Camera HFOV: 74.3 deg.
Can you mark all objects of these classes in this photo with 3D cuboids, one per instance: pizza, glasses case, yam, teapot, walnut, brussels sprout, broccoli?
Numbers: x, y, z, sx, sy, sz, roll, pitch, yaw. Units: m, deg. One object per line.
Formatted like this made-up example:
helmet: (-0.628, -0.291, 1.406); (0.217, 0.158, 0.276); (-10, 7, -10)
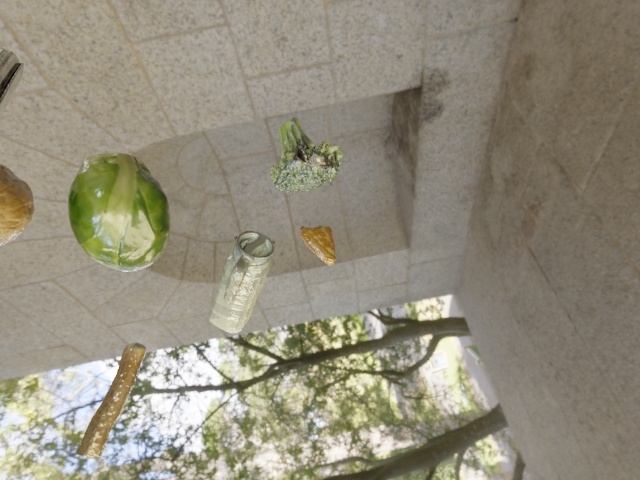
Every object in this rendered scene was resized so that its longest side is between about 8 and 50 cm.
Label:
pizza: (0.000, 0.000, 1.644); (0.188, 0.062, 0.199); (49, -150, -8)
glasses case: (-0.488, -0.191, 0.599); (0.060, 0.114, 0.299); (34, -166, -40)
yam: (-0.650, 0.496, 1.328); (0.081, 0.081, 0.357); (77, -152, -68)
teapot: (-0.148, 0.083, 0.750); (0.200, 0.077, 0.107); (-64, -3, 36)
walnut: (-0.964, -0.106, 1.170); (0.277, 0.252, 0.313); (49, 175, -27)
brussels sprout: (-0.612, -0.088, 1.305); (0.315, 0.276, 0.371); (162, 99, -72)
broccoli: (-0.052, -0.287, 1.378); (0.247, 0.263, 0.243); (97, 151, -75)
